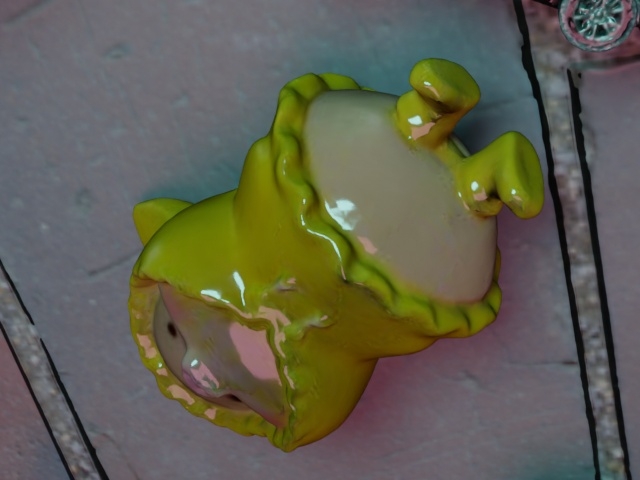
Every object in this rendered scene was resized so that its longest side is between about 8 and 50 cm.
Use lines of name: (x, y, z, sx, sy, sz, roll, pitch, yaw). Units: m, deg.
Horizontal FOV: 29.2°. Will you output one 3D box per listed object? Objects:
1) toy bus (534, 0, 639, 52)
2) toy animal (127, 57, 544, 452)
toy bus: (0.067, -0.146, 0.495, 0.195, 0.081, 0.089, 19, 116, -1)
toy animal: (0.003, 0.004, 0.583, 0.156, 0.156, 0.230, 41, 133, -16)
